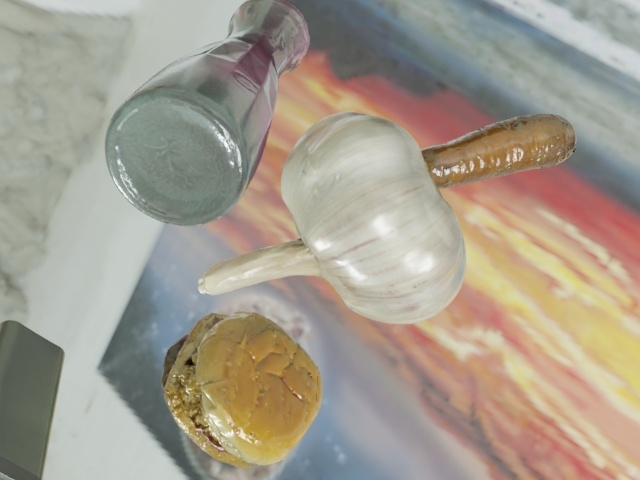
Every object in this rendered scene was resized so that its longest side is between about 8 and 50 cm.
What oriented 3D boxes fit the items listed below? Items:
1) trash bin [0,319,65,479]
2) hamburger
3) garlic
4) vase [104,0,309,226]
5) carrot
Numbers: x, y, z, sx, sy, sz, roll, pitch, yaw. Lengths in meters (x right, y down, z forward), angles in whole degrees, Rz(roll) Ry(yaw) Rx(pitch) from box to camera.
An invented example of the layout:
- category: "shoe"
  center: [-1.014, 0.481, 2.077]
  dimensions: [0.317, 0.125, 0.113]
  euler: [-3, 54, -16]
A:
- category: "trash bin"
  center: [-0.435, 0.246, 1.864]
  dimensions: [0.122, 0.164, 0.240]
  euler: [35, -141, -27]
- category: "hamburger"
  center: [-0.111, 0.219, 2.101]
  dimensions: [0.244, 0.163, 0.244]
  euler: [17, -118, -34]
- category: "garlic"
  center: [0.000, 0.000, 1.196]
  dimensions: [0.199, 0.226, 0.199]
  euler: [155, 90, -89]
- category: "vase"
  center: [-0.058, -0.093, 0.881]
  dimensions: [0.086, 0.086, 0.214]
  euler: [27, -149, 0]
- category: "carrot"
  center: [0.176, -0.091, 1.424]
  dimensions: [0.186, 0.060, 0.060]
  euler: [-13, -146, -24]
